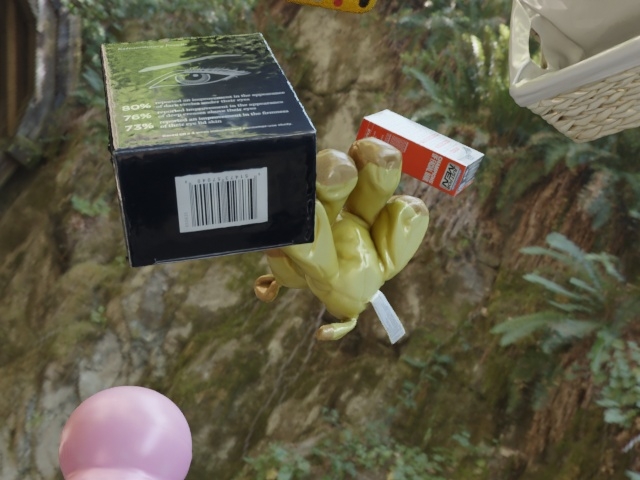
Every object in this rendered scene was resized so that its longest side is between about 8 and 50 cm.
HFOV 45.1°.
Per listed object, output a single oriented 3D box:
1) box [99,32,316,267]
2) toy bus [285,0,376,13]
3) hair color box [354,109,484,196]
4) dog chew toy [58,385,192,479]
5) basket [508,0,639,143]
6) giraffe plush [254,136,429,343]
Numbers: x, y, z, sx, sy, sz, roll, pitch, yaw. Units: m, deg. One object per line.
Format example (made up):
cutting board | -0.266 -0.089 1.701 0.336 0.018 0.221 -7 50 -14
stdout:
box | -0.101 -0.087 0.658 0.207 0.153 0.108 -113 -160 -51
toy bus | -0.006 -0.342 0.708 0.130 0.332 0.108 3 -44 -18
hair color box | 0.144 -0.130 1.130 0.167 0.093 0.053 27 -63 18
dog chew toy | -0.311 0.394 1.171 0.207 0.331 0.206 2 -39 2
basket | 0.244 -0.158 0.598 0.103 0.113 0.167 30 -33 -35
giraffe plush | 0.000 0.000 0.825 0.170 0.181 0.210 14 -59 54
